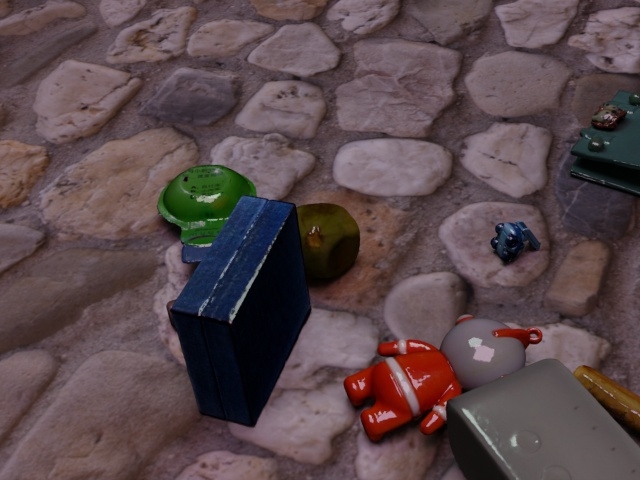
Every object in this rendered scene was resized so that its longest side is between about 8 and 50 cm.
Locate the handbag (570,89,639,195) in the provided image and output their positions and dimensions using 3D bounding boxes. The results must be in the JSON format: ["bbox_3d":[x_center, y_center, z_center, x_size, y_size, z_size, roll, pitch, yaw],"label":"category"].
[{"bbox_3d":[0.684,-0.204,1.955,0.274,0.100,0.269,24,51,28],"label":"handbag"}]

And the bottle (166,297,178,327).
[{"bbox_3d":[-0.209,0.117,1.735,0.140,0.053,0.053,-16,44,-12],"label":"bottle"}]

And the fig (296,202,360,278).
[{"bbox_3d":[0.000,0.000,1.775,0.144,0.154,0.165,-46,5,10],"label":"fig"}]

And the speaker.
[{"bbox_3d":[0.355,0.358,1.314,0.184,0.183,0.406,-25,46,-12],"label":"speaker"}]

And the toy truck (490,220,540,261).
[{"bbox_3d":[0.374,-0.001,1.796,0.090,0.073,0.056,-7,41,-22],"label":"toy truck"}]

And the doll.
[{"bbox_3d":[0.210,0.214,1.561,0.336,0.105,0.200,-23,44,-7],"label":"doll"}]

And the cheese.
[{"bbox_3d":[-0.228,-0.059,1.904,0.204,0.083,0.320,-5,40,-2],"label":"cheese"}]

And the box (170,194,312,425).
[{"bbox_3d":[-0.121,0.113,1.575,0.116,0.261,0.279,10,45,19],"label":"box"}]

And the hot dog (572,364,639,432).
[{"bbox_3d":[0.488,0.269,1.504,0.216,0.047,0.066,32,18,33],"label":"hot dog"}]
